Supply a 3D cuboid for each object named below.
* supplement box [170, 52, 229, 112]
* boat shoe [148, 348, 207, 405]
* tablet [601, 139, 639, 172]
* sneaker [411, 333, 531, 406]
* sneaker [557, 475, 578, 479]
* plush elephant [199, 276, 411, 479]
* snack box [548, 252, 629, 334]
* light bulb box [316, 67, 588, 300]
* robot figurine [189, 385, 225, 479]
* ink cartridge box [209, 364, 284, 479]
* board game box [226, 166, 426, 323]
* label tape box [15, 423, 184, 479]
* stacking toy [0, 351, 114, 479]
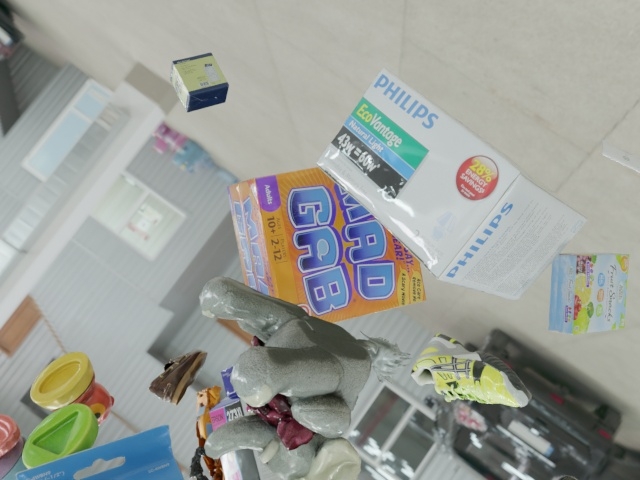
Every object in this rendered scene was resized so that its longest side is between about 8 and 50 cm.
[{"bbox_3d":[-0.232,-0.303,1.406,0.083,0.083,0.056,62,154,18],"label":"supplement box"},{"bbox_3d":[-0.305,0.283,1.594,0.073,0.073,0.207,21,-166,5],"label":"boat shoe"},{"bbox_3d":[0.504,-0.137,1.215,0.083,0.054,0.006,26,129,4],"label":"tablet"},{"bbox_3d":[0.389,0.370,1.918,0.145,0.147,0.384,52,163,-22],"label":"sneaker"},{"bbox_3d":[0.496,0.518,1.281,0.234,0.078,0.106,62,163,7],"label":"sneaker"},{"bbox_3d":[-0.051,0.238,1.068,0.330,0.255,0.272,16,-163,-34],"label":"plush elephant"},{"bbox_3d":[0.601,0.114,1.642,0.207,0.175,0.070,-1,-176,-38],"label":"snack box"},{"bbox_3d":[0.251,-0.094,1.387,0.361,0.225,0.358,16,-155,-52],"label":"light bulb box"},{"bbox_3d":[-0.233,0.520,1.843,0.211,0.085,0.291,22,-134,-40],"label":"robot figurine"},{"bbox_3d":[-0.164,0.458,1.627,0.069,0.371,0.175,-5,163,-34],"label":"ink cartridge box"},{"bbox_3d":[0.000,0.000,1.818,0.356,0.356,0.356,-178,77,-73],"label":"board game box"},{"bbox_3d":[-0.323,0.504,1.184,0.115,0.249,0.348,28,127,58],"label":"label tape box"},{"bbox_3d":[-0.491,0.376,1.294,0.279,0.309,0.130,37,160,55],"label":"stacking toy"}]
